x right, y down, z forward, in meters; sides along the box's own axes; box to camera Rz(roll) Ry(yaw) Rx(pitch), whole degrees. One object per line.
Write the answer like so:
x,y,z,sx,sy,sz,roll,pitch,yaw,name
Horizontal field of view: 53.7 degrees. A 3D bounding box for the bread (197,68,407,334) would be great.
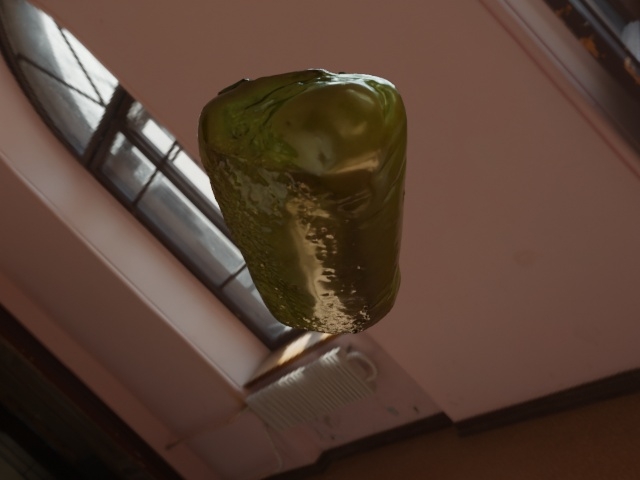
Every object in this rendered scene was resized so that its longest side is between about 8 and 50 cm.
0.000,0.000,0.606,0.166,0.112,0.384,-7,-30,2,bread
